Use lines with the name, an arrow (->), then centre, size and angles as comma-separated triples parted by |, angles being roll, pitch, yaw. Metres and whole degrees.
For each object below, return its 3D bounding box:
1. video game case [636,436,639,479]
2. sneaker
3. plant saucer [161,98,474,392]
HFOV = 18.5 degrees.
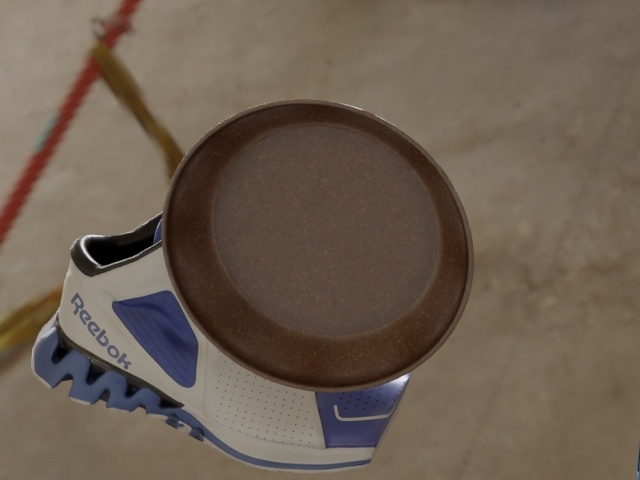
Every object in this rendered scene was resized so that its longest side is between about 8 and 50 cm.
video game case -> 0.383, 0.200, 1.989 | 0.119, 0.166, 0.015 | 5, 1, -2
sneaker -> -0.080, 0.064, 1.598 | 0.315, 0.182, 0.127 | 15, 29, 8
plant saucer -> 0.000, 0.000, 1.230 | 0.198, 0.198, 0.036 | -18, 18, 20
